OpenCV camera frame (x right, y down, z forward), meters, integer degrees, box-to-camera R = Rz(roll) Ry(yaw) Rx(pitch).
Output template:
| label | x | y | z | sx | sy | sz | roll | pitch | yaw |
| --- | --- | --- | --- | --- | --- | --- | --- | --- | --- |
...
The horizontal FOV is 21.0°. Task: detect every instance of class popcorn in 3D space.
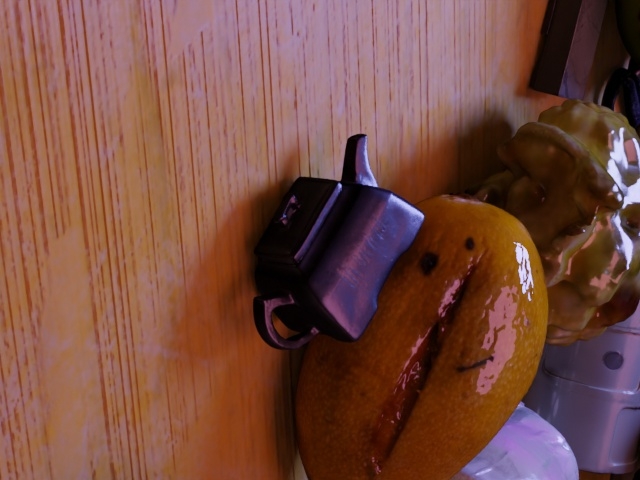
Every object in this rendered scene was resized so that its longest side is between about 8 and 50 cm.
| label | x | y | z | sx | sy | sz | roll | pitch | yaw |
| --- | --- | --- | --- | --- | --- | --- | --- | --- | --- |
| popcorn | 0.205 | -0.018 | 1.497 | 0.189 | 0.169 | 0.218 | 10 | 86 | -60 |

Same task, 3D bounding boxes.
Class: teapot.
| label | x | y | z | sx | sy | sz | roll | pitch | yaw |
| --- | --- | --- | --- | --- | --- | --- | --- | --- | --- |
| teapot | 0.128 | 0.212 | 1.539 | 0.163 | 0.221 | 0.178 | -48 | 173 | 39 |
| teapot | 0.000 | 0.000 | 1.308 | 0.096 | 0.087 | 0.177 | 43 | 69 | -37 |

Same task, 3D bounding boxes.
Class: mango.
| label | x | y | z | sx | sy | sz | roll | pitch | yaw |
| --- | --- | --- | --- | --- | --- | --- | --- | --- | --- |
| mango | 0.076 | 0.104 | 1.373 | 0.120 | 0.177 | 0.294 | -144 | -102 | -84 |

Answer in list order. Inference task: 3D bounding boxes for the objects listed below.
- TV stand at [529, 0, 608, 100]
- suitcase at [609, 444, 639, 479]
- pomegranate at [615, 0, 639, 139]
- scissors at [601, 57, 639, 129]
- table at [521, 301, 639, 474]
| label | x | y | z | sx | sy | sz | roll | pitch | yaw |
| --- | --- | --- | --- | --- | --- | --- | --- | --- | --- |
| TV stand | 0.245 | -0.255 | 1.553 | 0.049 | 0.040 | 0.256 | 5 | 101 | -54 |
| suitcase | 0.417 | 0.145 | 1.795 | 0.339 | 0.194 | 0.351 | 97 | 15 | -74 |
| pomegranate | 0.357 | -0.197 | 1.605 | 0.231 | 0.231 | 0.286 | -6 | 137 | -51 |
| scissors | 0.336 | -0.065 | 1.767 | 0.109 | 0.022 | 0.300 | -44 | 136 | -27 |
| table | 0.267 | 0.100 | 1.659 | 0.126 | 0.126 | 0.220 | -3 | 108 | -52 |
